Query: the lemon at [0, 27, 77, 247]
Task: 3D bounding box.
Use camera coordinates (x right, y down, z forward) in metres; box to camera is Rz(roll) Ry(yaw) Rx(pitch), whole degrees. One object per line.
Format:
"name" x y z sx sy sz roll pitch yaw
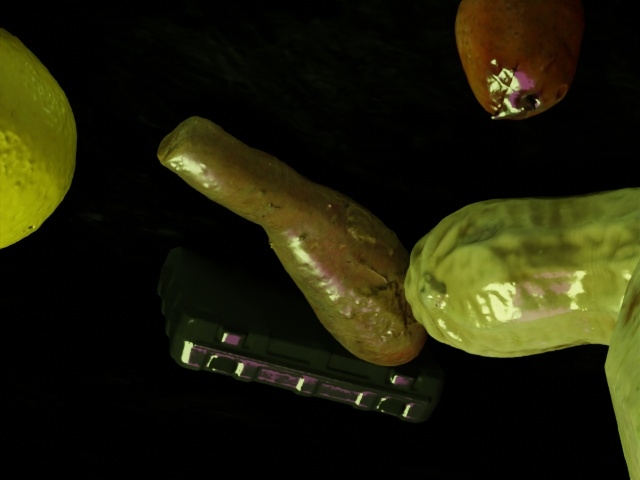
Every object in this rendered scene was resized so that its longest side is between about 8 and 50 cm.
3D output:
"lemon" -0.274 -0.080 0.922 0.193 0.181 0.180 23 157 -34

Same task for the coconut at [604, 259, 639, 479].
"coconut" 0.348 0.090 0.751 0.415 0.345 0.415 -8 130 -10

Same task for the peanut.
"peanut" 0.209 0.026 1.029 0.153 0.140 0.325 9 170 -44

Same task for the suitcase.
"suitcase" -0.025 0.096 1.310 0.285 0.066 0.206 16 -164 -17

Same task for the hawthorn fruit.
"hawthorn fruit" 0.119 -0.114 0.754 0.081 0.093 0.081 9 159 3

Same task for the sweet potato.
"sweet potato" 0.000 0.000 1.116 0.109 0.109 0.385 -5 143 35
